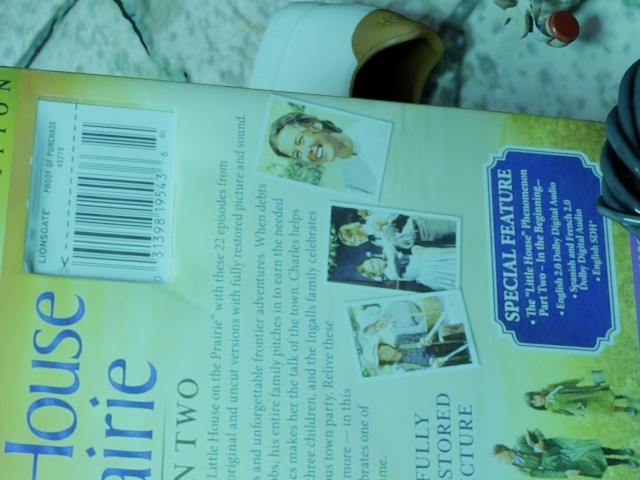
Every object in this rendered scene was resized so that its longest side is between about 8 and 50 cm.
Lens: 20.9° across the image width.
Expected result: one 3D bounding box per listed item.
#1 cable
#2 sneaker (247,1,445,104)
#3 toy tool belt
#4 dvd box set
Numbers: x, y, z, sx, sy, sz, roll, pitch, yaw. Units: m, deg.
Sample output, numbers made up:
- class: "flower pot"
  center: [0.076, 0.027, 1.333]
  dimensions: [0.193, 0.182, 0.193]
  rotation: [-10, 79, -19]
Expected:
- class: "cable"
  center: [0.210, -0.044, 0.811]
  dimensions: [0.047, 0.184, 0.150]
  rotation: [109, 143, -61]
- class: "sneaker"
  center: [0.000, 0.000, 0.999]
  dimensions: [0.123, 0.106, 0.290]
  rotation: [8, 83, 39]
- class: "toy tool belt"
  center: [0.123, -0.140, 0.987]
  dimensions: [0.051, 0.052, 0.083]
  rotation: [139, 130, -58]
- class: "dvd box set"
  center: [0.044, 0.081, 0.777]
  dimensions: [0.062, 0.420, 0.307]
  rotation: [111, 161, -61]
